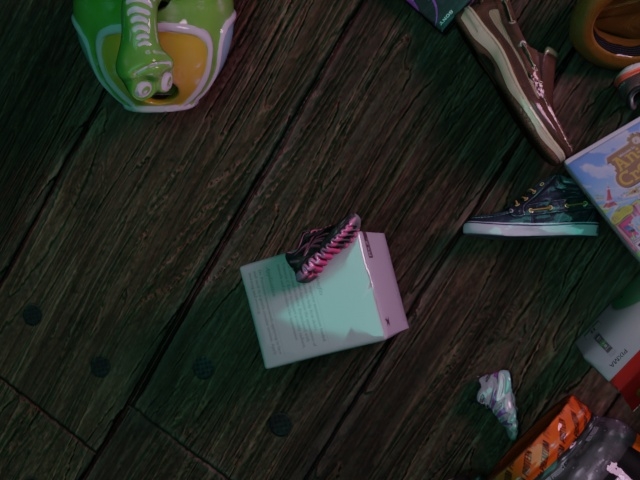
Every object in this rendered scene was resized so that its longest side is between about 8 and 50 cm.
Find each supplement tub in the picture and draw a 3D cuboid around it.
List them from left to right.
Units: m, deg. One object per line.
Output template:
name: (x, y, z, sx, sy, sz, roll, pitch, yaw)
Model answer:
supplement tub: (0.388, 0.372, 1.107, 0.338, 0.207, 0.207, 44, 102, 12)

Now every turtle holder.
turtle holder: (-0.223, -0.301, 1.254, 0.320, 0.243, 0.227, 30, 125, 51)

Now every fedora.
fedora: (0.420, -0.307, 1.141, 0.194, 0.194, 0.079, -13, 51, 17)

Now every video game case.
video game case: (0.456, -0.083, 1.124, 0.212, 0.023, 0.193, -31, 60, 3)

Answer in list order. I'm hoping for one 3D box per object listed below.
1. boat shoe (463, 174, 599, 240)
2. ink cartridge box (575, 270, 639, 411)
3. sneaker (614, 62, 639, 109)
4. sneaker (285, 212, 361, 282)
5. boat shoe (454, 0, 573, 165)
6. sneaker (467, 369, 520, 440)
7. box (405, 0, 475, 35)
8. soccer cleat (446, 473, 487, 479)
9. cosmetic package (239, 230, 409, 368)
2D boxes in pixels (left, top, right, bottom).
boat shoe: (0.290, -0.044, 1.214, 0.183, 0.065, 0.083, -1, 84, 12)
ink cartridge box: (0.409, 0.102, 1.089, 0.056, 0.224, 0.181, 41, 101, 3)
sneaker: (0.470, -0.211, 1.147, 0.158, 0.061, 0.065, -20, 57, 27)
sneaker: (0.000, 0.000, 1.156, 0.119, 0.047, 0.057, -44, 65, 10)
boat shoe: (0.285, -0.229, 1.197, 0.095, 0.095, 0.257, -31, 81, 9)
sneaker: (0.243, 0.236, 1.242, 0.069, 0.038, 0.098, -11, 78, 18)
box: (0.160, -0.392, 1.266, 0.162, 0.029, 0.116, 45, 102, 11)
soccer cleat: (0.266, 0.474, 1.207, 0.331, 0.116, 0.143, 47, 119, 14)
cosmetic package: (0.009, 0.082, 1.250, 0.183, 0.151, 0.151, -15, 85, 17)
